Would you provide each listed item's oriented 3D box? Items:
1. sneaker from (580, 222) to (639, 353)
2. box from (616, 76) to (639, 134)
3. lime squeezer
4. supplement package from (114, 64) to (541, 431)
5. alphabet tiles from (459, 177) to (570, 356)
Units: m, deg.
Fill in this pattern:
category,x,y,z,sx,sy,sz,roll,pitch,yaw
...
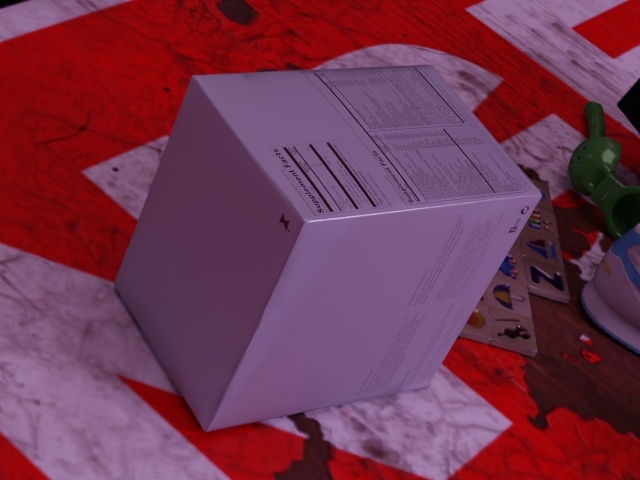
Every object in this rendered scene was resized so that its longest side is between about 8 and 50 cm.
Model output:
category,x,y,z,sx,sy,sz,roll,pitch,yaw
sneaker,0.330,0.071,1.276,0.228,0.092,0.087,28,35,1
box,0.400,-0.052,1.388,0.184,0.103,0.261,27,23,-29
lime squeezer,0.283,-0.032,1.422,0.110,0.059,0.310,34,21,-46
supplement package,0.000,0.000,1.076,0.203,0.194,0.149,-7,47,-38
alphabet tiles,0.113,-0.001,1.304,0.198,0.009,0.237,17,38,-13
